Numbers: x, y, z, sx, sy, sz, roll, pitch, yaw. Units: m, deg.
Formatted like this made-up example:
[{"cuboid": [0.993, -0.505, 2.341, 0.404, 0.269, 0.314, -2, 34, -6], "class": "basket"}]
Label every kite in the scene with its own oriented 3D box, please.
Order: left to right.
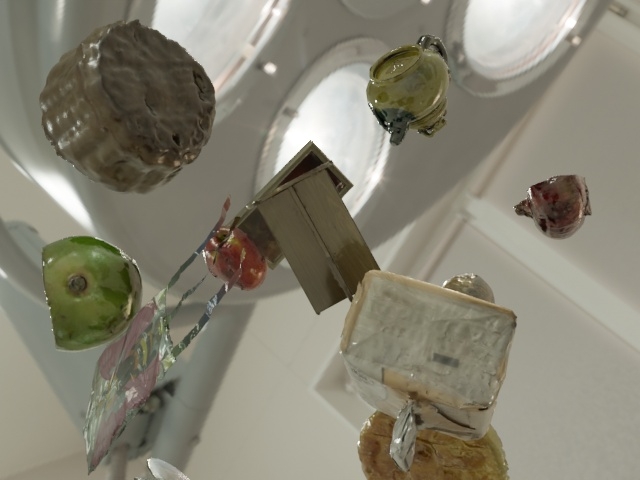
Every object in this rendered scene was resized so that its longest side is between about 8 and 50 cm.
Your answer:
[{"cuboid": [-0.191, 0.111, 1.080, 0.022, 0.204, 0.360, 27, -62, -27], "class": "kite"}]

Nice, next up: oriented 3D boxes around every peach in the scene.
[{"cuboid": [-0.189, 0.050, 1.997, 0.092, 0.127, 0.172, -50, -56, -34], "class": "peach"}]

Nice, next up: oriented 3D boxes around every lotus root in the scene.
[{"cuboid": [0.323, 0.171, 2.111, 0.169, 0.141, 0.314, -60, -9, 25], "class": "lotus root"}]

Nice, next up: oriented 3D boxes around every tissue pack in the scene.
[{"cuboid": [0.139, 0.203, 1.263, 0.238, 0.238, 0.305, -46, -18, -9], "class": "tissue pack"}]

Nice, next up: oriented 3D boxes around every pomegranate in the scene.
[{"cuboid": [-0.381, 0.107, 1.535, 0.159, 0.190, 0.240, -7, -57, -16], "class": "pomegranate"}]

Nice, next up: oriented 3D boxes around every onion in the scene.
[{"cuboid": [0.471, -0.054, 1.811, 0.151, 0.098, 0.206, -20, -19, 17], "class": "onion"}]

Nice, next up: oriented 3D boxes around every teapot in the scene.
[{"cuboid": [0.199, -0.304, 1.863, 0.182, 0.173, 0.269, 55, -127, -32], "class": "teapot"}]

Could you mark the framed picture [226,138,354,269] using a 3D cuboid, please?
[{"cuboid": [-0.071, -0.079, 2.130, 0.289, 0.020, 0.211, -46, -39, 1], "class": "framed picture"}]

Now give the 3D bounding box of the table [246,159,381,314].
[{"cuboid": [0.000, 0.000, 1.550, 0.167, 0.226, 0.167, -29, 4, 2], "class": "table"}]

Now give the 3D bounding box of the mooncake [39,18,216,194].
[{"cuboid": [-0.359, -0.259, 1.752, 0.187, 0.324, 0.324, -25, -5, 40], "class": "mooncake"}]

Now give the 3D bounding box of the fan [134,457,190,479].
[{"cuboid": [-0.230, 0.361, 1.354, 0.005, 0.113, 0.175, -51, -27, 1], "class": "fan"}]

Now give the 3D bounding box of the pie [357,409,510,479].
[{"cuboid": [0.231, 0.452, 1.884, 0.339, 0.340, 0.083, -65, -9, 31], "class": "pie"}]
